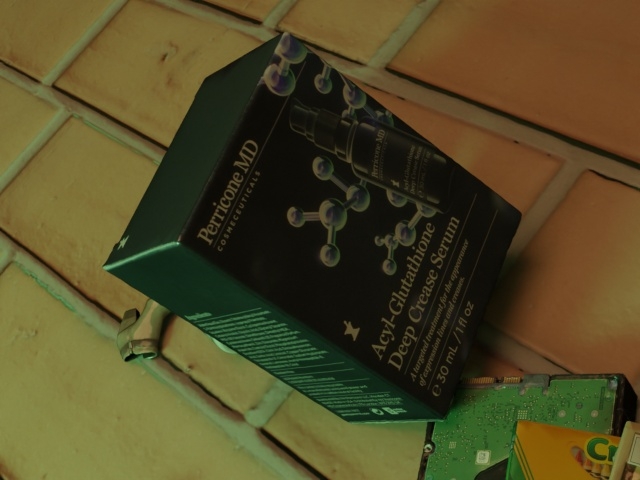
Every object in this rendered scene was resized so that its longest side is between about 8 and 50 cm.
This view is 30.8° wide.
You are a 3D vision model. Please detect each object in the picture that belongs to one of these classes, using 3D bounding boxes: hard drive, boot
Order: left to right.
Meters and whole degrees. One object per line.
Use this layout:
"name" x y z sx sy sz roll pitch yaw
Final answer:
"boot" -0.253 0.133 1.746 0.118 0.042 0.087 -23 53 18
"hard drive" 0.215 0.310 1.280 0.237 0.064 0.339 -6 55 30

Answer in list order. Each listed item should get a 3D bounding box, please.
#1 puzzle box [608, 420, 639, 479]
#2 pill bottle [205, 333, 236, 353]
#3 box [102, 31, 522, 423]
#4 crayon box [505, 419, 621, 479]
"puzzle box" 0.429 0.347 1.016 0.409 0.052 0.272 16 65 16
"pill bottle" -0.152 0.083 1.675 0.094 0.094 0.169 -47 45 -7
"box" 0.000 0.000 1.397 0.212 0.395 0.293 -17 44 57
"crayon box" 0.317 0.289 1.147 0.278 0.081 0.165 8 60 11
